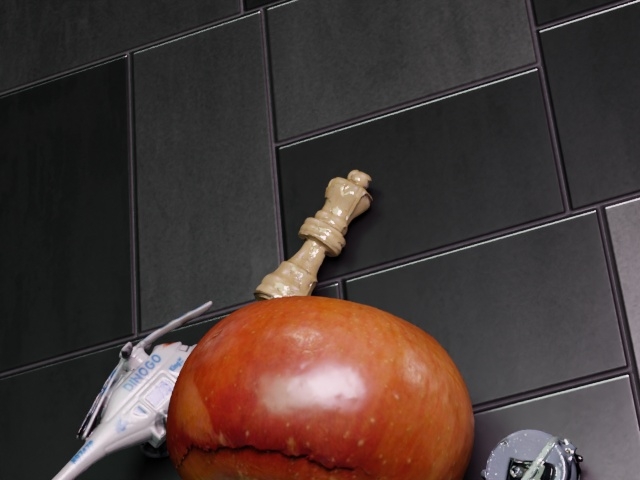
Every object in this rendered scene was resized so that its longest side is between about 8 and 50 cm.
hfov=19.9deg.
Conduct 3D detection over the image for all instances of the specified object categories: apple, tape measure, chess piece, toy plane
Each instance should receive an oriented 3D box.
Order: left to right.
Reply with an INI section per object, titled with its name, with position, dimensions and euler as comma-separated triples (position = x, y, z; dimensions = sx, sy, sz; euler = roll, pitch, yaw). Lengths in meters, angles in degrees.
[toy plane]
position = -0.194, 0.181, 1.770
dimensions = 0.107, 0.182, 0.273
euler = 41, 46, 5
[apple]
position = -0.001, 0.158, 1.635
dimensions = 0.272, 0.251, 0.206
euler = -2, 58, 38
[chess piece]
position = 0.000, 0.000, 1.855
dimensions = 0.060, 0.060, 0.172
euler = 22, 71, 34
[tape measure]
position = 0.190, 0.218, 1.629
dimensions = 0.091, 0.054, 0.094
euler = -8, 66, 23
